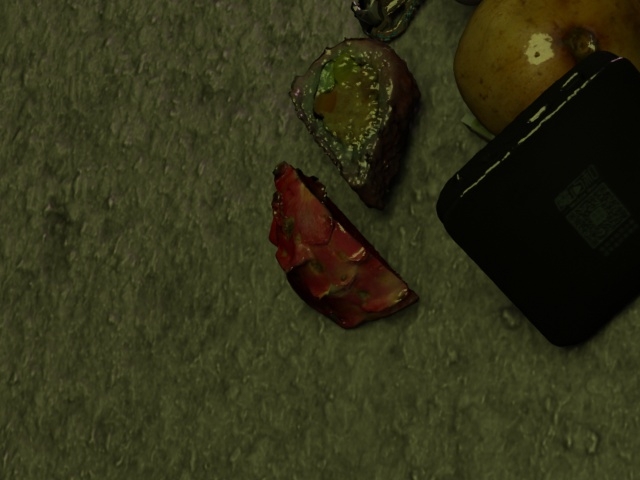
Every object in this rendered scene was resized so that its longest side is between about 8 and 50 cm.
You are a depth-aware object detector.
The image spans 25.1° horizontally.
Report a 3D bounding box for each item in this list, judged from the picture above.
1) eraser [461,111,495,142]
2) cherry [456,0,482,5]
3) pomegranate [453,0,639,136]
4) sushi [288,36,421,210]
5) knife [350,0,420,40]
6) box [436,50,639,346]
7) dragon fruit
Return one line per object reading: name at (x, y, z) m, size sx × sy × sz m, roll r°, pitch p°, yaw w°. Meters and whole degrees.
eraser at (0.229, -0.142, 1.934) m, size 0.083 × 0.038 × 0.019 m, roll 34°, pitch 91°, yaw 32°
cherry at (0.262, -0.492, 1.893) m, size 0.335 × 0.326 × 0.291 m, roll -29°, pitch 39°, yaw 5°
pomegranate at (0.298, -0.232, 1.826) m, size 0.260 × 0.260 × 0.260 m, roll -9°, pitch 66°, yaw 21°
sushi at (0.070, -0.172, 1.977) m, size 0.161 × 0.107 × 0.241 m, roll -38°, pitch 53°, yaw 9°
knife at (0.194, -0.423, 2.068) m, size 0.365 × 0.043 × 0.089 m, roll -40°, pitch 92°, yaw 2°
box at (0.316, -0.045, 1.725) m, size 0.290 × 0.289 × 0.073 m, roll -43°, pitch 27°, yaw 4°
dragon fruit at (-0.010, 0.005, 1.911) m, size 0.126 × 0.161 × 0.274 m, roll -41°, pitch 60°, yaw 2°
